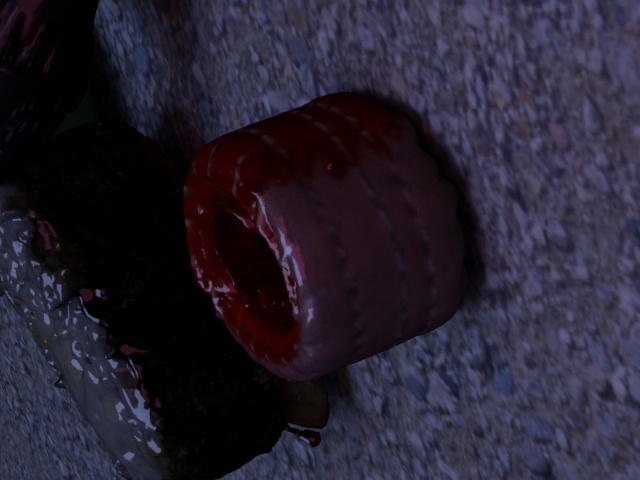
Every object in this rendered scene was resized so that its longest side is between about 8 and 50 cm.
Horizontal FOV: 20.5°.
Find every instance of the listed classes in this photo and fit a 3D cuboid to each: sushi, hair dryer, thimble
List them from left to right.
[{"bbox_3d":[-0.225,-0.220,1.397,0.359,0.120,0.304,-108,41,-65],"label":"hair dryer"},{"bbox_3d":[-0.135,0.052,1.403,0.343,0.182,0.196,52,163,18],"label":"sushi"},{"bbox_3d":[0.001,-0.004,1.115,0.189,0.125,0.163,1,112,67],"label":"thimble"}]

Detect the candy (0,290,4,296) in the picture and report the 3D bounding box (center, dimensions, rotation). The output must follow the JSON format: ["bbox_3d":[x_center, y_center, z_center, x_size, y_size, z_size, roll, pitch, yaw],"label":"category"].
[{"bbox_3d":[-0.440,-0.045,1.951,0.295,0.185,0.295,27,140,26],"label":"candy"}]

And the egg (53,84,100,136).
[{"bbox_3d":[-0.309,-0.089,1.601,0.220,0.220,0.270,52,154,29],"label":"egg"}]
